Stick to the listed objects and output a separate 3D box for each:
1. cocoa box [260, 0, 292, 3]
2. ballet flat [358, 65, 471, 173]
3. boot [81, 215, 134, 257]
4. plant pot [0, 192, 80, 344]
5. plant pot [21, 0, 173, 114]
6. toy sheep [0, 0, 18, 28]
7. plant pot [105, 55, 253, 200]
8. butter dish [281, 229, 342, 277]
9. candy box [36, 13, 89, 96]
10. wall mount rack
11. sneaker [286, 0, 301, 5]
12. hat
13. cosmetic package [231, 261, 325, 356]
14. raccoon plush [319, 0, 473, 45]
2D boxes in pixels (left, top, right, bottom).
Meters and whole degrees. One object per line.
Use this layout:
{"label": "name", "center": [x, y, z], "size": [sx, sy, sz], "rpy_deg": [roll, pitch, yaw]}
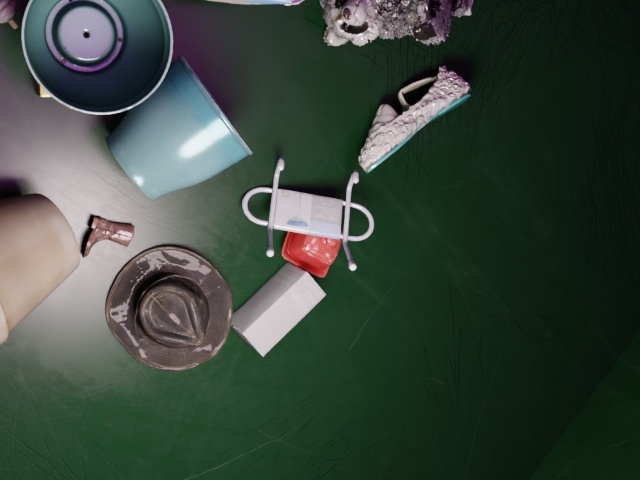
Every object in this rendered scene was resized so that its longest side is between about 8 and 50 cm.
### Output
{"label": "cocoa box", "center": [-0.250, -0.644, 1.735], "size": [0.347, 0.231, 0.228], "rpy_deg": [-6, 106, -42]}
{"label": "ballet flat", "center": [0.234, -0.340, 2.194], "size": [0.409, 0.147, 0.147], "rpy_deg": [-38, 117, -19]}
{"label": "boot", "center": [-0.505, 0.003, 1.917], "size": [0.114, 0.037, 0.106], "rpy_deg": [17, 97, -35]}
{"label": "plant pot", "center": [-0.684, 0.039, 1.699], "size": [0.280, 0.323, 0.323], "rpy_deg": [-34, 118, -36]}
{"label": "plant pot", "center": [-0.475, -0.423, 1.662], "size": [0.293, 0.196, 0.293], "rpy_deg": [-9, 111, -23]}
{"label": "toy sheep", "center": [-0.677, -0.497, 1.662], "size": [0.091, 0.091, 0.132], "rpy_deg": [-48, 120, -10]}
{"label": "plant pot", "center": [-0.336, -0.236, 1.830], "size": [0.255, 0.272, 0.272], "rpy_deg": [-36, 118, 1]}
{"label": "butter dish", "center": [0.000, 0.000, 2.126], "size": [0.160, 0.118, 0.160], "rpy_deg": [29, 71, -30]}
{"label": "candy box", "center": [-0.570, -0.412, 1.763], "size": [0.109, 0.053, 0.187], "rpy_deg": [-5, 106, -27]}
{"label": "wall mount rack", "center": [-0.023, -0.051, 2.008], "size": [0.350, 0.130, 0.304], "rpy_deg": [9, 60, -8]}
{"label": "sneaker", "center": [-0.100, -0.612, 1.956], "size": [0.170, 0.071, 0.068], "rpy_deg": [-6, 105, -28]}
{"label": "hat", "center": [-0.354, 0.183, 1.968], "size": [0.331, 0.134, 0.331], "rpy_deg": [-4, 100, -20]}
{"label": "cosmetic package", "center": [-0.119, 0.178, 2.117], "size": [0.238, 0.127, 0.107], "rpy_deg": [-45, 118, -9]}
{"label": "raccoon plush", "center": [0.196, -0.588, 2.106], "size": [0.446, 0.299, 0.216], "rpy_deg": [0, 87, -61]}
